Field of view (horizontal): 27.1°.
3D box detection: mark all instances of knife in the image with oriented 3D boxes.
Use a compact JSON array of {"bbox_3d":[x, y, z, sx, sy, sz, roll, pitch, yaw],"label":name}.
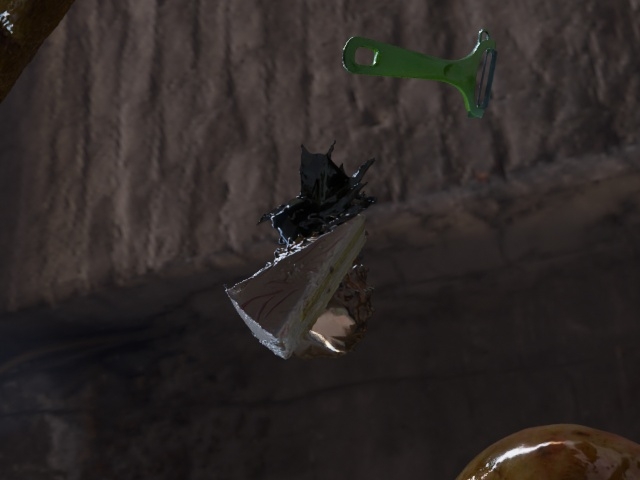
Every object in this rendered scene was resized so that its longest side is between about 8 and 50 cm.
[{"bbox_3d":[0.088,-0.148,1.107,0.166,0.022,0.078,4,-87,-39],"label":"knife"}]

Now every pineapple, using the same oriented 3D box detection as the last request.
[{"bbox_3d":[-0.004,0.000,1.768,0.165,0.165,0.364,55,-156,-32],"label":"pineapple"}]

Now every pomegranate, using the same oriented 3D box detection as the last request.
[{"bbox_3d":[0.274,0.372,1.450,0.338,0.338,0.338,31,-128,-50],"label":"pomegranate"}]

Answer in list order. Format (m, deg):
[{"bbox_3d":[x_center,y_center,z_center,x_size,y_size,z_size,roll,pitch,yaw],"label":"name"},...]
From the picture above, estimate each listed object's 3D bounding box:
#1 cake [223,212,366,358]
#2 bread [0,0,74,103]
[{"bbox_3d":[-0.005,0.032,1.012,0.065,0.121,0.052,54,175,30],"label":"cake"},{"bbox_3d":[-0.243,-0.232,1.107,0.084,0.344,0.124,37,-169,-2],"label":"bread"}]
